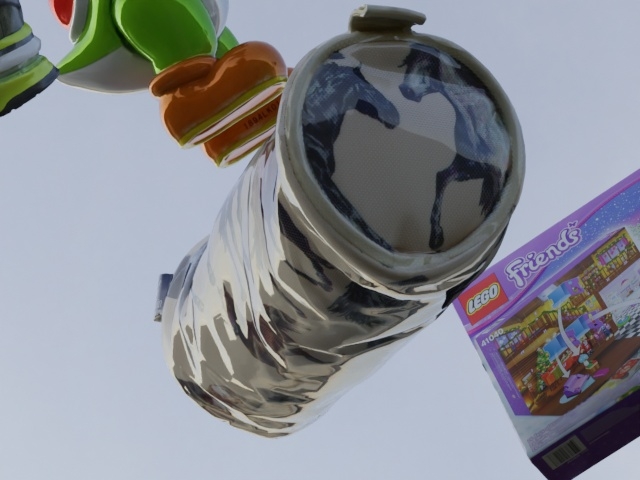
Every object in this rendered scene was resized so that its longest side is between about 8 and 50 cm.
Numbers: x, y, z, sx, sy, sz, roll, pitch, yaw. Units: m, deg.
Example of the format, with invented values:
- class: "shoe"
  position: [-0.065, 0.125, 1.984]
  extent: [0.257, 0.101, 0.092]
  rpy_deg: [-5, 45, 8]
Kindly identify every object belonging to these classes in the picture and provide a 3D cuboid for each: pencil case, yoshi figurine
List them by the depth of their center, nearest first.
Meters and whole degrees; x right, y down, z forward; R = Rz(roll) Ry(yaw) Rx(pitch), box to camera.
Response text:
- class: "pencil case"
  position: [0.000, 0.000, 1.189]
  extent: [0.160, 0.183, 0.410]
  rpy_deg: [-13, -16, -21]
- class: "yoshi figurine"
  position: [-0.122, -0.249, 1.361]
  extent: [0.203, 0.362, 0.203]
  rpy_deg: [-24, -15, -41]

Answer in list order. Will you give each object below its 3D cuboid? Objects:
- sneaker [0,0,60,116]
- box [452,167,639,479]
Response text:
- class: "sneaker"
  position: [-0.286, -0.159, 1.096]
  extent: [0.300, 0.111, 0.121]
  rpy_deg: [12, -58, 35]
- class: "box"
  position: [0.266, 0.043, 1.428]
  extent: [0.293, 0.201, 0.057]
  rpy_deg: [-34, -48, 10]
